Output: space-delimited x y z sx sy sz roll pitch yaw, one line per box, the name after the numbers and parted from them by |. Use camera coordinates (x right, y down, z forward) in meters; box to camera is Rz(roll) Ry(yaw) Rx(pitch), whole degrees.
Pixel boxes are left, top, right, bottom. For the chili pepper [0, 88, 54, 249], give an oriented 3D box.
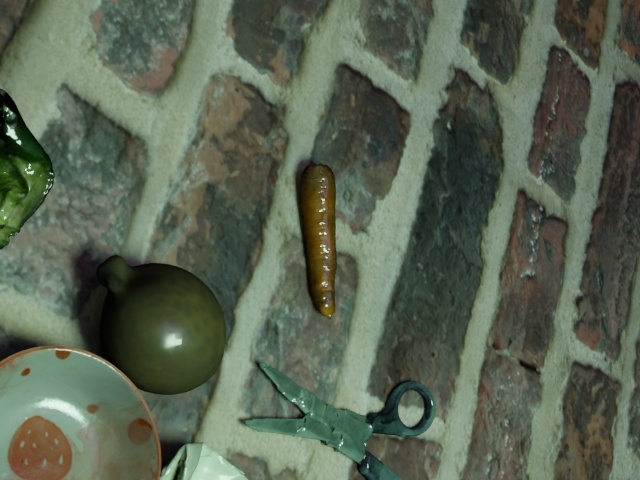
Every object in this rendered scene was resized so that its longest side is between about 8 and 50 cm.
-0.436 -0.041 1.433 0.148 0.116 0.265 54 47 -30 | chili pepper

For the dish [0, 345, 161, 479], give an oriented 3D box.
-0.327 0.263 1.448 0.260 0.085 0.260 15 63 -32 | dish

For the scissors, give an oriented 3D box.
0.035 0.295 1.826 0.383 0.029 0.256 28 62 -37 | scissors

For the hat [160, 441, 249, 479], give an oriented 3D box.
-0.172 0.430 1.542 0.301 0.168 0.258 -37 81 -18 | hat

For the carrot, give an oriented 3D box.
0.000 0.000 1.856 0.059 0.059 0.248 3 81 -42 | carrot

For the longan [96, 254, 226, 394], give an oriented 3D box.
-0.213 0.105 1.550 0.204 0.159 0.185 51 6 -7 | longan
